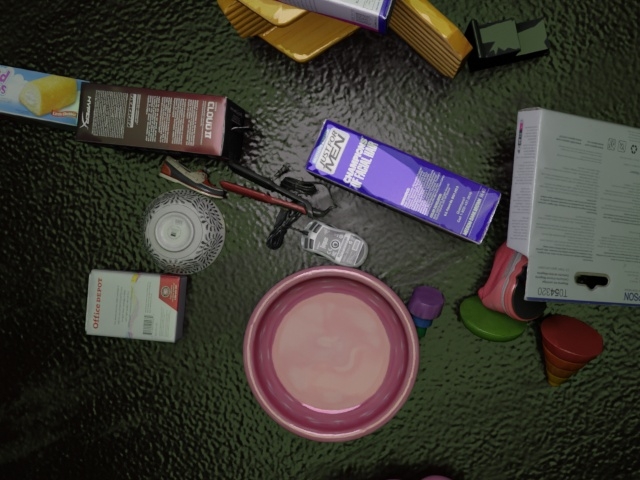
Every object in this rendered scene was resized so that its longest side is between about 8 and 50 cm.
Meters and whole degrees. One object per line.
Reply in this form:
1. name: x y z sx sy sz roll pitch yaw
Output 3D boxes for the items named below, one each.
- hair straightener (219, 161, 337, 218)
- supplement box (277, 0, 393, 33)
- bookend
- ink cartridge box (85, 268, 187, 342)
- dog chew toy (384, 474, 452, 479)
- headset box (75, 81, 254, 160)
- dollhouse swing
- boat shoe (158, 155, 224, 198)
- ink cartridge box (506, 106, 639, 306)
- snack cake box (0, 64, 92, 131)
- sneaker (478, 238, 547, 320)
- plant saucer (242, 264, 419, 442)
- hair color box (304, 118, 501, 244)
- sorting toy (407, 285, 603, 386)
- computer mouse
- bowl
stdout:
1. hair straightener: -0.072 -0.107 1.772 0.230 0.047 0.089 18 76 11
2. supplement box: 0.010 -0.404 1.403 0.220 0.111 0.113 17 91 3
3. bookend: 0.350 -0.372 1.707 0.156 0.157 0.072 -12 90 4
4. ink cartridge box: -0.355 0.123 1.797 0.175 0.072 0.127 5 91 3
5. dog chew toy: 0.126 0.538 1.718 0.332 0.206 0.206 -21 89 -5
6. headset box: -0.272 -0.213 1.717 0.293 0.218 0.110 6 93 4
7. dollhouse swing: 0.046 -0.354 1.632 0.315 0.347 0.305 -32 89 3
8. boat shoe: -0.246 -0.120 1.803 0.137 0.049 0.043 24 91 8
9. ink cartridge box: 0.475 -0.051 1.666 0.324 0.071 0.330 6 91 -32
10. snack cake box: -0.549 -0.270 1.766 0.264 0.152 0.089 11 91 3
11. sneaker: 0.389 0.002 1.733 0.116 0.136 0.313 42 70 -26
12. plant saucer: 0.021 0.212 1.771 0.332 0.084 0.332 0 90 3
13. hair color box: 0.148 -0.105 1.709 0.339 0.185 0.110 22 92 3
14. sorting toy: 0.337 0.193 1.759 0.366 0.127 0.126 14 121 6
15. computer mouse: 0.000 0.000 1.792 0.193 0.042 0.106 23 87 9
16. bowl: -0.273 -0.016 1.788 0.170 0.080 0.170 0 91 3
